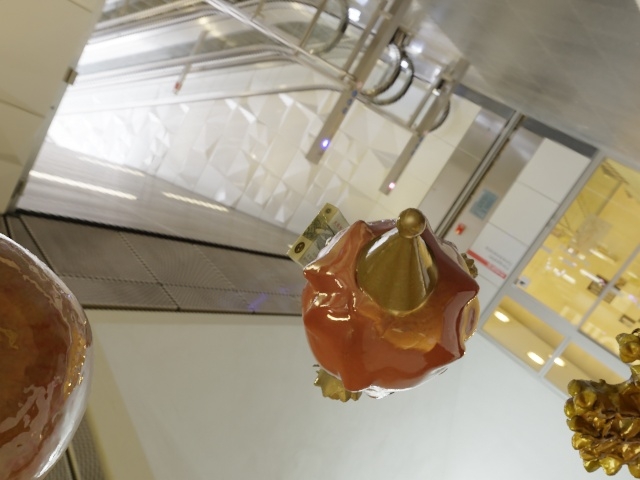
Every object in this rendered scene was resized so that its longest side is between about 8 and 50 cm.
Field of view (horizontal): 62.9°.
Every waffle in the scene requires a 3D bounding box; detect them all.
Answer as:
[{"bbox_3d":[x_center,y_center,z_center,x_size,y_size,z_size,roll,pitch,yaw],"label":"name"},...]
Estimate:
[{"bbox_3d":[0.352,0.149,0.505,0.051,0.232,0.228,-98,-14,-57],"label":"waffle"}]

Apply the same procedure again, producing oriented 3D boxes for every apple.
[{"bbox_3d":[-0.383,0.116,0.475,0.345,0.269,0.344,40,-151,-27],"label":"apple"}]

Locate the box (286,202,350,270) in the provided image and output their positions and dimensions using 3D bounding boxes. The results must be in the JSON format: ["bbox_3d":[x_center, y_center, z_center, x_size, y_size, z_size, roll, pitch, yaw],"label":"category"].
[{"bbox_3d":[0.000,0.000,0.663,0.024,0.083,0.054,31,169,36],"label":"box"}]

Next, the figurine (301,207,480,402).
[{"bbox_3d":[0.055,0.056,0.480,0.166,0.207,0.387,54,180,21],"label":"figurine"}]
